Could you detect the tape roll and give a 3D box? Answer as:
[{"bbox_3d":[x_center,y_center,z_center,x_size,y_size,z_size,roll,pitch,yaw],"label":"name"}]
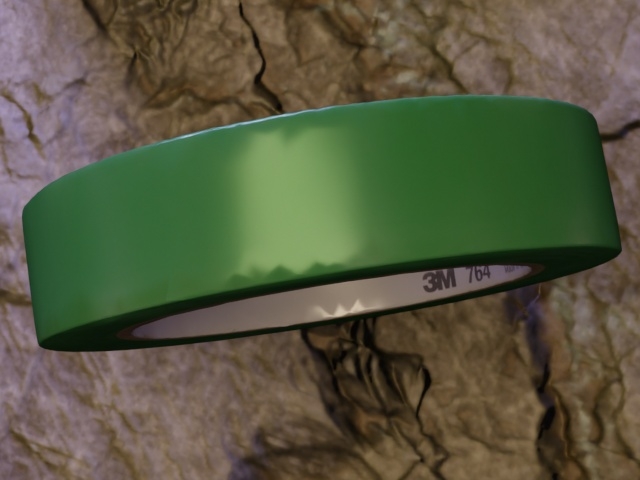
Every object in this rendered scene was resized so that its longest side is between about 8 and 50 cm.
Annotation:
[{"bbox_3d":[0.000,0.000,0.700,0.321,0.321,0.077,-10,82,12],"label":"tape roll"}]
